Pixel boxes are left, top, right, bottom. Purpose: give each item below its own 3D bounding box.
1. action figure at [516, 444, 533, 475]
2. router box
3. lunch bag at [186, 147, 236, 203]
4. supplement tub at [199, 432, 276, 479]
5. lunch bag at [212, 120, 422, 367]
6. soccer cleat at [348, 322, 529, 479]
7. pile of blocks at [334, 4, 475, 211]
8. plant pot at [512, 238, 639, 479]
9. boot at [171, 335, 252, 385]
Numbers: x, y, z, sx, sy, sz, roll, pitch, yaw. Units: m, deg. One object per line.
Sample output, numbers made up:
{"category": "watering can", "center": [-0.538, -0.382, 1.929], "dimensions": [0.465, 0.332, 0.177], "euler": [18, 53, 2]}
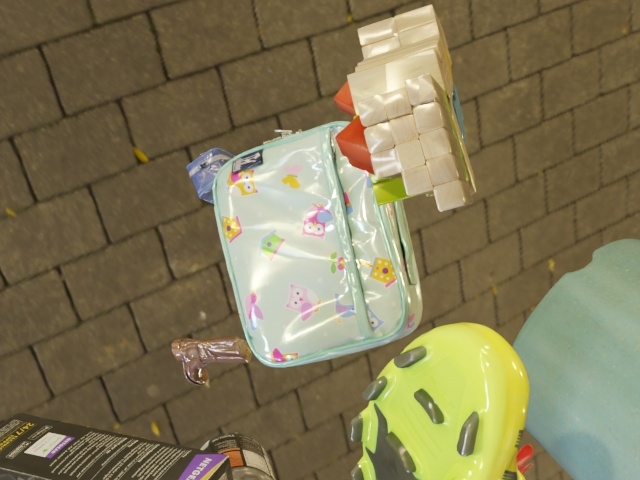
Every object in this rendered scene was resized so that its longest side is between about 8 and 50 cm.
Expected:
{"category": "action figure", "center": [0.296, 0.357, 1.362], "dimensions": [0.139, 0.091, 0.280], "euler": [-37, 157, -27]}
{"category": "router box", "center": [-0.184, 0.325, 0.762], "dimensions": [0.081, 0.243, 0.308], "euler": [-40, 129, -57]}
{"category": "lunch bag", "center": [-0.160, -0.101, 1.273], "dimensions": [0.067, 0.065, 0.098], "euler": [-31, 161, 13]}
{"category": "supplement tub", "center": [-0.118, 0.353, 1.155], "dimensions": [0.117, 0.190, 0.117], "euler": [-1, 97, -11]}
{"category": "lunch bag", "center": [0.000, 0.000, 0.984], "dimensions": [0.108, 0.224, 0.279], "euler": [2, 73, -66]}
{"category": "soccer cleat", "center": [0.086, 0.152, 0.504], "dimensions": [0.121, 0.093, 0.289], "euler": [-16, 131, -24]}
{"category": "pile of blocks", "center": [0.074, -0.116, 0.795], "dimensions": [0.113, 0.362, 0.149], "euler": [-15, 115, 15]}
{"category": "plant pot", "center": [0.395, 0.187, 0.863], "dimensions": [0.341, 0.334, 0.341], "euler": [-24, 134, -27]}
{"category": "boot", "center": [-0.141, 0.172, 1.175], "dimensions": [0.114, 0.037, 0.106], "euler": [-7, 141, 17]}
